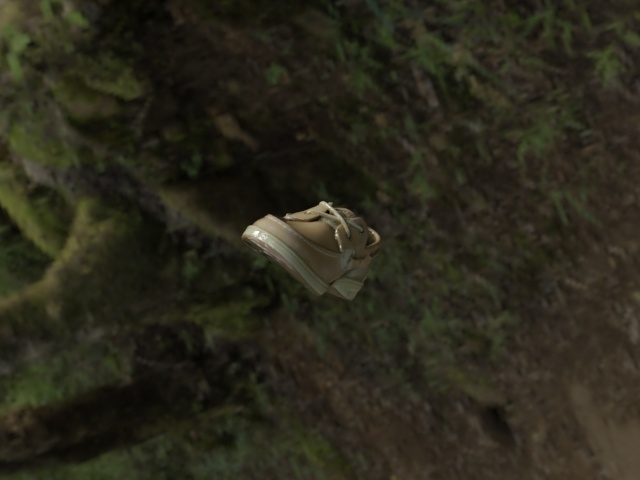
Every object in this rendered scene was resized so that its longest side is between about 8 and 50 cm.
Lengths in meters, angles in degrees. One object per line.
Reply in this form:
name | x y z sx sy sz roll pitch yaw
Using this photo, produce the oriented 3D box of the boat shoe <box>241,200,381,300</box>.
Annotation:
boat shoe | 0.000 0.000 1.570 0.109 0.098 0.302 37 -176 19
